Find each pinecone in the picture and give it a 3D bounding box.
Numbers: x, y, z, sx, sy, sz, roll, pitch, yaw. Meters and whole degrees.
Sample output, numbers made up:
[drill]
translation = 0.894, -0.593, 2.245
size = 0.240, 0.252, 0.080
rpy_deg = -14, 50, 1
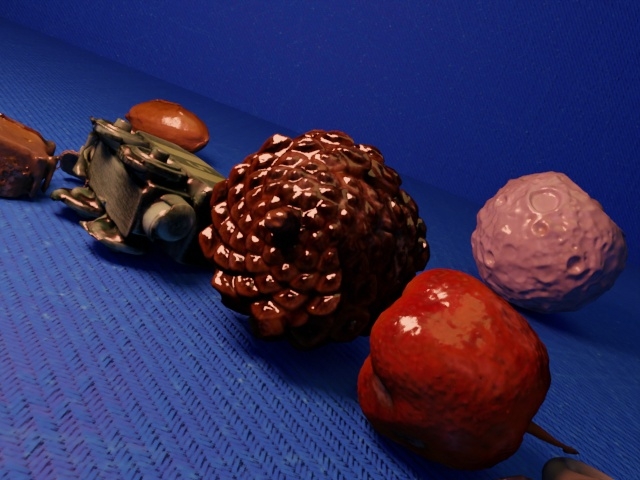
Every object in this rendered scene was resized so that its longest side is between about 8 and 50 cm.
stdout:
[pinecone]
translation = -0.002, 0.002, 0.710
size = 0.242, 0.298, 0.296
rpy_deg = -13, -20, 42

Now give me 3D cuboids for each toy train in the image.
[toy train]
translation = -0.260, -0.072, 0.813
size = 0.299, 0.167, 0.238
rpy_deg = 37, 13, 38

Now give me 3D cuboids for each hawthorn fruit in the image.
[hawthorn fruit]
translation = 0.165, 0.159, 0.557
size = 0.243, 0.207, 0.207
rpy_deg = 34, 20, 15

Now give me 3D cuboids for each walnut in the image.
[walnut]
translation = -0.400, -0.295, 1.345
size = 0.245, 0.137, 0.137
rpy_deg = 24, 17, 8

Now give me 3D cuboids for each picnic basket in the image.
[picnic basket]
translation = -0.428, -0.123, 0.911
size = 0.065, 0.083, 0.083
rpy_deg = 28, 55, -1

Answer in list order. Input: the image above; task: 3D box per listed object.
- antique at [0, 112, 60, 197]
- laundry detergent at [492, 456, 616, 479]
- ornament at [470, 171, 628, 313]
[antique]
translation = -0.541, -0.147, 0.752
size = 0.284, 0.150, 0.125
rpy_deg = 19, 20, -36
[laundry detergent]
translation = 0.281, 0.285, 0.462
size = 0.280, 0.105, 0.215
rpy_deg = 26, 18, 17
[ornament]
translation = 0.523, 0.013, 1.218
size = 0.337, 0.337, 0.337
rpy_deg = 20, 17, -6
